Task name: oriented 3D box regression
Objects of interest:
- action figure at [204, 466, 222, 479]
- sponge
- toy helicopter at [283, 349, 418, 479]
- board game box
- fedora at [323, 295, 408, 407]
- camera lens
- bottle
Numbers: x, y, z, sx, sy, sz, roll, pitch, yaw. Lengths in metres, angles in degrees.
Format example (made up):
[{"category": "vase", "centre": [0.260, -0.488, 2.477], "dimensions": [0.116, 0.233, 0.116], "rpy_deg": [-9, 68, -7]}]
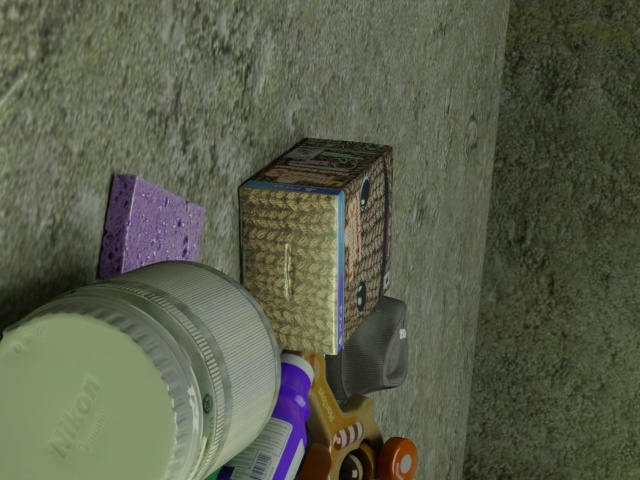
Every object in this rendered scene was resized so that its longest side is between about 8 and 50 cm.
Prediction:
[{"category": "action figure", "centre": [-0.151, 0.263, 1.723], "dimensions": [0.232, 0.063, 0.137], "rpy_deg": [-49, 140, -56]}, {"category": "sponge", "centre": [-0.188, 0.001, 1.567], "dimensions": [0.210, 0.031, 0.117], "rpy_deg": [29, 68, -72]}, {"category": "toy helicopter", "centre": [0.006, 0.315, 2.185], "dimensions": [0.235, 0.140, 0.355], "rpy_deg": [-50, 132, -35]}, {"category": "board game box", "centre": [0.000, 0.000, 1.993], "dimensions": [0.291, 0.141, 0.232], "rpy_deg": [-45, 138, -65]}, {"category": "fedora", "centre": [0.082, 0.183, 2.353], "dimensions": [0.275, 0.124, 0.244], "rpy_deg": [-44, 136, -65]}, {"category": "camera lens", "centre": [-0.174, 0.141, 1.335], "dimensions": [0.274, 0.219, 0.219], "rpy_deg": [-23, 117, -71]}, {"category": "bottle", "centre": [-0.080, 0.272, 1.865], "dimensions": [0.283, 0.118, 0.092], "rpy_deg": [-66, 155, -47]}]
